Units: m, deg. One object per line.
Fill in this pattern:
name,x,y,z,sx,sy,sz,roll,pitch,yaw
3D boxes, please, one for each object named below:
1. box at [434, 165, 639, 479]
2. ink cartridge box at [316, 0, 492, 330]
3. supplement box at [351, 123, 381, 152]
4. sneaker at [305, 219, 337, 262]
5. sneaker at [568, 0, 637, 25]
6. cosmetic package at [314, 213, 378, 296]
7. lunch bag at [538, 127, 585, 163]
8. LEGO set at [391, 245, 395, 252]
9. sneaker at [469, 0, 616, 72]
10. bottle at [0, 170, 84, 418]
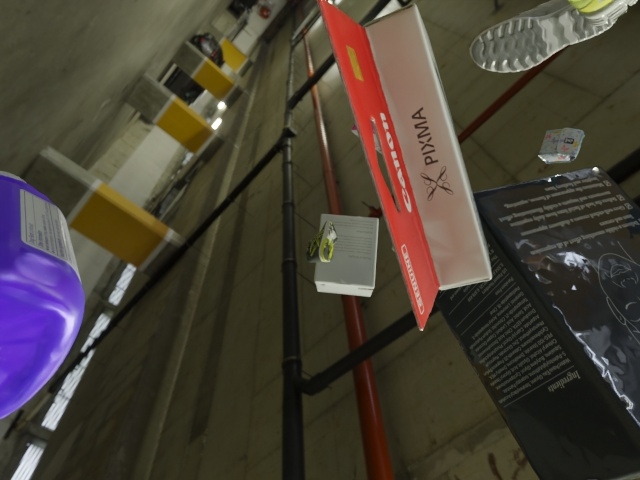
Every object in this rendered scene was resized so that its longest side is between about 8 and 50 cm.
box,0.390,0.113,0.704,0.212,0.293,0.395,108,-37,-52
ink cartridge box,0.110,-0.091,0.490,0.066,0.296,0.261,-16,-174,21
supplement box,0.207,-0.271,1.168,0.114,0.220,0.111,-49,174,-45
sneaker,0.000,0.000,0.632,0.035,0.031,0.083,-12,-150,20
sneaker,0.356,-0.334,0.505,0.208,0.094,0.081,-44,-150,55
cosmetic package,0.070,0.042,1.225,0.151,0.151,0.184,80,16,-74
lunch bag,0.563,-0.222,1.081,0.083,0.053,0.071,11,-104,57
LEGO set,0.309,-0.017,1.263,0.182,0.060,0.244,52,-48,39
sneaker,0.451,-0.433,0.970,0.281,0.105,0.115,-14,-149,10
bottle,-0.263,0.013,0.374,0.118,0.092,0.283,-54,-141,0
